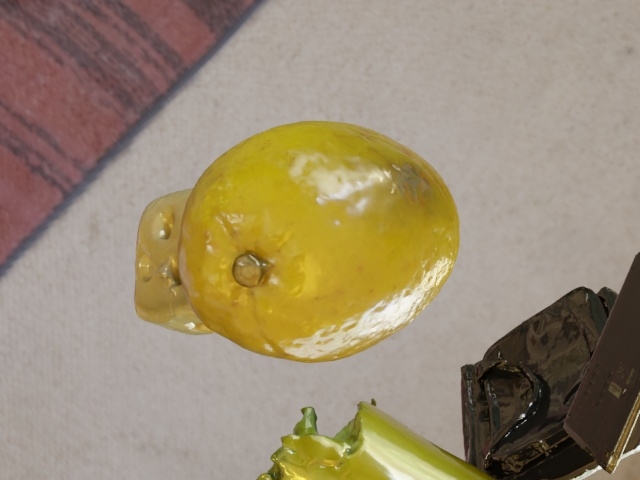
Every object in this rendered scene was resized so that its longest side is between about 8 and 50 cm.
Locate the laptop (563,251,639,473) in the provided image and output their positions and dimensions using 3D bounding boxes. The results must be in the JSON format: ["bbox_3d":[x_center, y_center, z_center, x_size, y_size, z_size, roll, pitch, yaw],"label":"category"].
[{"bbox_3d":[0.266,0.102,1.210,0.016,0.129,0.180,21,96,-11],"label":"laptop"}]

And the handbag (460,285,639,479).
[{"bbox_3d":[0.267,0.183,1.630,0.244,0.275,0.088,-33,117,22],"label":"handbag"}]

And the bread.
[{"bbox_3d":[0.107,0.324,1.335,0.376,0.208,0.251,32,118,7],"label":"bread"}]

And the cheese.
[{"bbox_3d":[-0.094,0.018,1.424,0.093,0.263,0.159,11,78,-43],"label":"cheese"}]

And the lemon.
[{"bbox_3d":[0.000,0.000,0.941,0.207,0.170,0.170,-14,128,-53],"label":"lemon"}]
